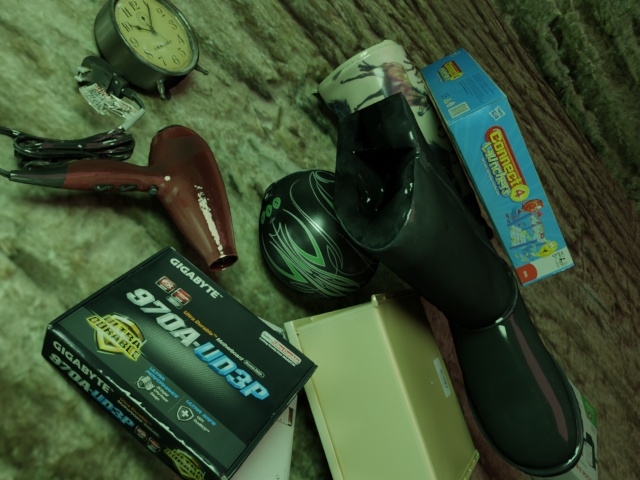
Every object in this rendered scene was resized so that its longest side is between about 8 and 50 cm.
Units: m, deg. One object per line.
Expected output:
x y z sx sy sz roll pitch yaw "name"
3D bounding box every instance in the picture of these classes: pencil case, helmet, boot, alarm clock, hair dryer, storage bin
0.149 -0.133 1.073 0.160 0.183 0.410 -33 100 -31 "pencil case"
0.000 0.000 0.835 0.169 0.169 0.161 16 42 -44 "helmet"
0.181 0.076 0.771 0.445 0.146 0.367 47 21 -48 "boot"
-0.237 -0.275 0.789 0.192 0.064 0.129 56 38 -14 "alarm clock"
-0.211 -0.066 0.691 0.294 0.080 0.223 36 46 -7 "hair dryer"
0.097 0.206 0.820 0.260 0.123 0.262 5 65 -67 "storage bin"

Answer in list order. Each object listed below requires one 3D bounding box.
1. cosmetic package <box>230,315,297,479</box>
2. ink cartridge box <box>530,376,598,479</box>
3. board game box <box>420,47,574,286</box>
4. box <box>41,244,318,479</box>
-0.082 0.210 0.699 0.099 0.060 0.239 31 48 -34 "cosmetic package"
0.492 0.403 1.246 0.153 0.087 0.208 45 42 -22 "ink cartridge box"
0.281 -0.132 1.003 0.302 0.086 0.308 58 16 -25 "board game box"
-0.136 0.123 0.623 0.220 0.051 0.175 38 39 8 "box"
